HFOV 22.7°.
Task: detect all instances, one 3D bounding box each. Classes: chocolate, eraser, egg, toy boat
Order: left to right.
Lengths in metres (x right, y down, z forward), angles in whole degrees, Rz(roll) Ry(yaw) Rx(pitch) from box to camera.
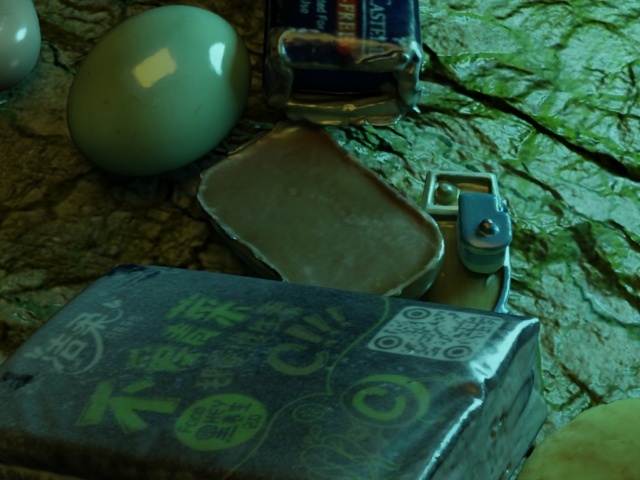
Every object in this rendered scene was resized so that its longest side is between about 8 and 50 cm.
[{"bbox_3d":[-0.154,-0.142,1.520,0.192,0.149,0.149,-40,67,-16],"label":"egg"},{"bbox_3d":[-0.001,0.000,1.471,0.161,0.083,0.261,-28,49,-19],"label":"chocolate"},{"bbox_3d":[0.023,-0.256,1.601,0.155,0.101,0.332,4,47,-4],"label":"eraser"},{"bbox_3d":[0.132,0.010,1.463,0.088,0.102,0.215,2,58,2],"label":"toy boat"}]

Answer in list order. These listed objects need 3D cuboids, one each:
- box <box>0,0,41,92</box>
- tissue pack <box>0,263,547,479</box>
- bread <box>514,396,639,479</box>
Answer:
[{"bbox_3d":[-0.380,-0.201,1.587,0.200,0.088,0.146,-11,57,-8],"label":"box"},{"bbox_3d":[-0.053,0.137,1.241,0.394,0.124,0.288,7,29,25],"label":"tissue pack"},{"bbox_3d":[0.270,0.290,1.218,0.320,0.237,0.320,-8,50,9],"label":"bread"}]
